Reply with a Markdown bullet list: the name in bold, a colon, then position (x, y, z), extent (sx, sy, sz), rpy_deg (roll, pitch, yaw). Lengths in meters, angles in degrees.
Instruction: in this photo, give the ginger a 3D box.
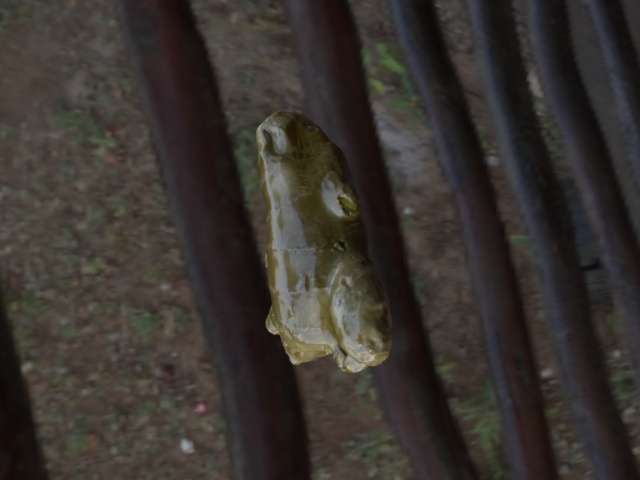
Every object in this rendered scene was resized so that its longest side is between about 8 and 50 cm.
- **ginger**: position (-0.003, 0.012, 1.087), extent (0.081, 0.115, 0.205), rpy_deg (-10, 65, -11)
